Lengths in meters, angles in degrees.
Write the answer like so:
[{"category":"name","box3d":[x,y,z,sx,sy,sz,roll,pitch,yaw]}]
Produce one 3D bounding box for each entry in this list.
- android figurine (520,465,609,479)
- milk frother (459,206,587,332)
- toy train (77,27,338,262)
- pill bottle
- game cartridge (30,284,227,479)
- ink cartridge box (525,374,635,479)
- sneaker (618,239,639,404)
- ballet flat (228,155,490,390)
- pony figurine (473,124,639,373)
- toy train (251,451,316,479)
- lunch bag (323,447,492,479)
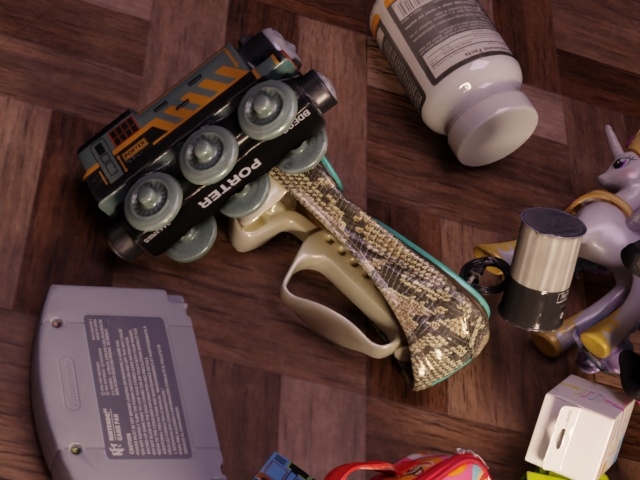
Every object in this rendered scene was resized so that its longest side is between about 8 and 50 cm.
[{"category":"android figurine","box3d":[0.320,0.374,1.791,0.272,0.056,0.248,14,47,-13]},{"category":"milk frother","box3d":[0.250,0.021,1.868,0.143,0.135,0.129,15,25,9]},{"category":"toy train","box3d":[-0.141,-0.120,1.824,0.190,0.334,0.142,55,6,32]},{"category":"pill bottle","box3d":[0.196,-0.255,2.189,0.162,0.162,0.278,-9,58,-32]},{"category":"game cartridge","box3d":[-0.224,0.176,1.678,0.196,0.060,0.294,7,45,-26]},{"category":"ink cartridge box","box3d":[0.317,0.233,1.831,0.090,0.092,0.143,20,14,20]},{"category":"sneaker","box3d":[0.477,0.190,1.853,0.202,0.483,0.185,-15,12,2]},{"category":"ballet flat","box3d":[0.000,0.000,1.897,0.182,0.164,0.483,-40,77,-19]},{"category":"pony figurine","box3d":[0.436,0.022,2.031,0.351,0.303,0.363,40,61,21]},{"category":"toy train","box3d":[-0.017,0.322,1.654,0.184,0.080,0.105,35,40,5]},{"category":"lunch bag","box3d":[0.073,0.349,1.565,0.293,0.120,0.258,-28,105,-37]}]
